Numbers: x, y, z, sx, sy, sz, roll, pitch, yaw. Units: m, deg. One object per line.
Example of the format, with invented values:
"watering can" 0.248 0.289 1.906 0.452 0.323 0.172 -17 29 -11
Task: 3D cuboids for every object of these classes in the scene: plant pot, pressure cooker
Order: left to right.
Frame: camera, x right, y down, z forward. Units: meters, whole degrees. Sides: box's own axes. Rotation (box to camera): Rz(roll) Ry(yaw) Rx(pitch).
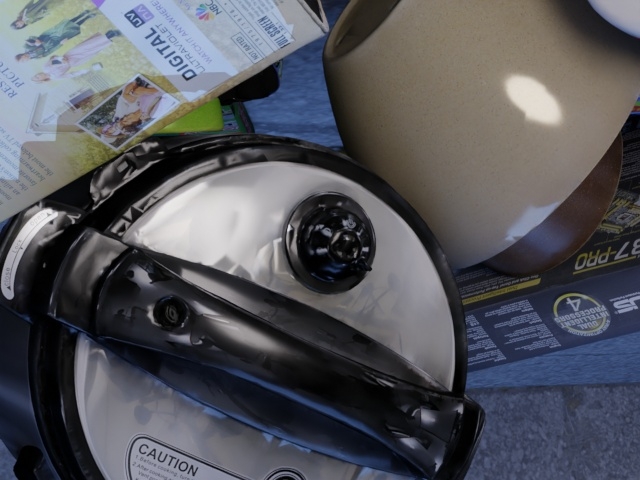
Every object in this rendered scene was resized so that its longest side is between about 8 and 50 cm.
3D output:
"pressure cooker" -0.086 0.086 1.499 0.370 0.375 0.420 -20 -170 -20
"plant pot" 0.114 -0.143 1.538 0.191 0.284 0.284 38 146 -20
"plant pot" 0.149 -0.099 1.827 0.230 0.215 0.215 24 149 -38

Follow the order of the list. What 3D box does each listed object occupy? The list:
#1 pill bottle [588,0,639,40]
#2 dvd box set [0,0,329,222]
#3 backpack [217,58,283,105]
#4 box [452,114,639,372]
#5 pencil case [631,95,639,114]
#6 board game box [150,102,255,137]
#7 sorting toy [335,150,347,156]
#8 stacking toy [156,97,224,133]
"pill bottle" 0.348 -0.216 1.459 0.176 0.176 0.318 -16 163 33
"dvd box set" -0.247 -0.145 1.245 0.420 0.062 0.307 -29 137 15
"backpack" -0.084 -0.172 1.605 0.105 0.084 0.114 -5 159 9
"box" 0.265 -0.015 1.982 0.395 0.318 0.097 -18 121 37
"pencil case" 0.348 -0.170 1.748 0.306 0.119 0.133 -2 143 -19
"board game box" -0.236 -0.107 1.874 0.317 0.046 0.213 -8 165 4
"sorting toy" 0.056 -0.046 2.203 0.132 0.046 0.274 -9 146 1
"stacking toy" -0.247 -0.151 1.548 0.279 0.130 0.309 -6 -175 -40
